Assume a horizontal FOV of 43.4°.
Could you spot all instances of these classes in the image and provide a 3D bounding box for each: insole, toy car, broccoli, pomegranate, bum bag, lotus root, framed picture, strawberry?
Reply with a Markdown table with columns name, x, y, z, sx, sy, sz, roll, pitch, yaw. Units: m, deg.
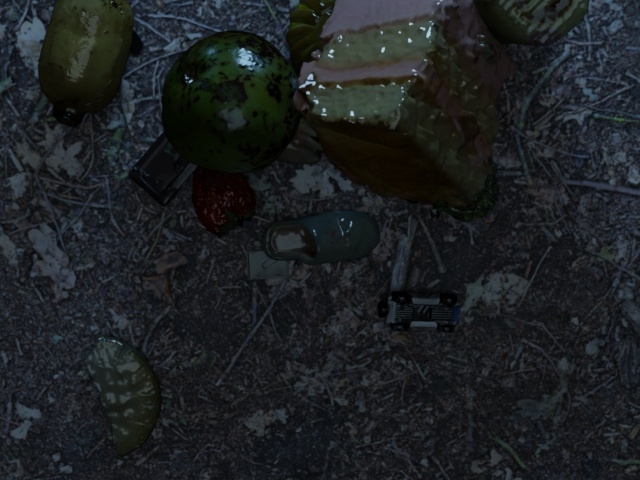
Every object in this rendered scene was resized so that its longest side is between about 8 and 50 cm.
| name | x | y | z | sx | sy | sz | roll | pitch | yaw |
| --- | --- | --- | --- | --- | --- | --- | --- | --- | --- |
| insole | -0.410 | -0.422 | 1.608 | 0.135 | 0.002 | 0.045 | 38 | 99 | -9 |
| toy car | 0.208 | 0.148 | 1.718 | 0.170 | 0.070 | 0.080 | 2 | 103 | -4 |
| broccoli | 0.237 | -0.140 | 1.606 | 0.226 | 0.198 | 0.176 | -1 | 141 | 27 |
| pomegranate | -0.129 | -0.242 | 1.548 | 0.340 | 0.285 | 0.285 | 26 | 103 | -41 |
| bum bag | -0.309 | -0.159 | 1.647 | 0.109 | 0.026 | 0.159 | 42 | 93 | 11 |
| lotus root | -0.454 | -0.358 | 1.553 | 0.160 | 0.146 | 0.284 | 20 | 98 | 16 |
| framed picture | -0.113 | 0.051 | 1.721 | 0.089 | 0.007 | 0.066 | -4 | 103 | -1 |
| strawberry | -0.201 | -0.089 | 1.629 | 0.131 | 0.131 | 0.148 | -27 | 98 | 5 |

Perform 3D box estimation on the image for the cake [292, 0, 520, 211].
| name | x | y | z | sx | sy | sz | roll | pitch | yaw |
| --- | --- | --- | --- | --- | --- | --- | --- | --- | --- |
| cake | 0.143 | -0.257 | 1.414 | 0.293 | 0.314 | 0.307 | 8 | 70 | 36 |

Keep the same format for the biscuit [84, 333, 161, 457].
| name | x | y | z | sx | sy | sz | roll | pitch | yaw |
| --- | --- | --- | --- | --- | --- | --- | --- | --- | --- |
| biscuit | -0.420 | 0.335 | 1.763 | 0.141 | 0.038 | 0.290 | -13 | 103 | 1 |

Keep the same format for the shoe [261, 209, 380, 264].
| name | x | y | z | sx | sy | sz | roll | pitch | yaw |
| --- | --- | --- | --- | --- | --- | --- | --- | --- | --- |
| shoe | 0.000 | 0.000 | 1.666 | 0.250 | 0.100 | 0.103 | -6 | 101 | 2 |

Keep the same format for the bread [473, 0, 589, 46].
| name | x | y | z | sx | sy | sz | roll | pitch | yaw |
| --- | --- | --- | --- | --- | --- | --- | --- | --- | --- |
| bread | 0.342 | -0.449 | 1.450 | 0.187 | 0.338 | 0.155 | 43 | 100 | -12 |

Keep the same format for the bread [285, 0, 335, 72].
| name | x | y | z | sx | sy | sz | roll | pitch | yaw |
| --- | --- | --- | --- | --- | --- | --- | --- | --- | --- |
| bread | 0.031 | -0.405 | 1.573 | 0.213 | 0.105 | 0.214 | 0 | 103 | 2 |
